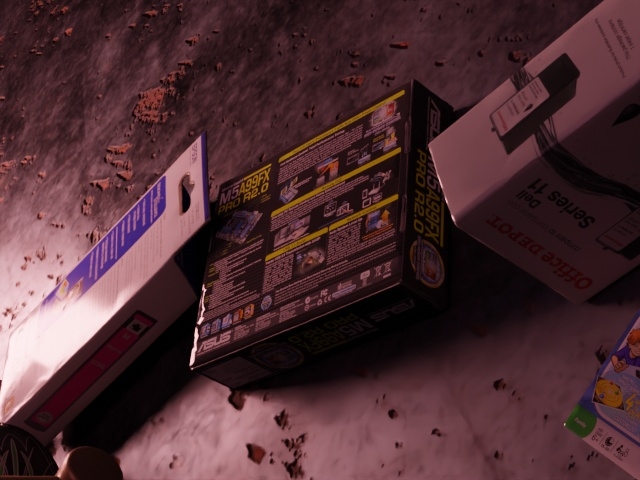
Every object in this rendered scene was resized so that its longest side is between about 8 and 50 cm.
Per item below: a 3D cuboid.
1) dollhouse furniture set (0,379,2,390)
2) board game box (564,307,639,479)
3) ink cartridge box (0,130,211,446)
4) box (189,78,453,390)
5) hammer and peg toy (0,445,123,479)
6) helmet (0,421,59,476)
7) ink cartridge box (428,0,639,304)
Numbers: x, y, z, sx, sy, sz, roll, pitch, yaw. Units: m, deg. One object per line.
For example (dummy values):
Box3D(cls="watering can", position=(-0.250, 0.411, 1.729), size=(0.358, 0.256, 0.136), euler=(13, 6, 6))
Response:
Box3D(cls="dollhouse furniture set", position=(-0.473, 0.194, 1.382), size=(0.135, 0.259, 0.262), euler=(-46, 35, 13))
Box3D(cls="board game box", position=(0.254, 0.107, 0.732), size=(0.136, 0.035, 0.201), euler=(-58, 34, 2))
Box3D(cls="ink cartridge box", position=(-0.223, 0.059, 1.329), size=(0.371, 0.069, 0.175), euler=(-45, 29, 23))
Box3D(cls="box", position=(0.000, 0.000, 1.115), size=(0.270, 0.060, 0.216), euler=(-26, 45, 38))
Box3D(cls="hammer and peg toy", position=(-0.257, 0.336, 1.004), size=(0.127, 0.266, 0.361), euler=(-62, 30, 30))
Box3D(cls="helmet", position=(-0.336, 0.278, 1.236), size=(0.161, 0.169, 0.169), euler=(-46, 34, 42))
Box3D(cls="ink cartridge box", position=(0.202, -0.066, 0.829), size=(0.208, 0.153, 0.087), euler=(-39, 40, 27))
